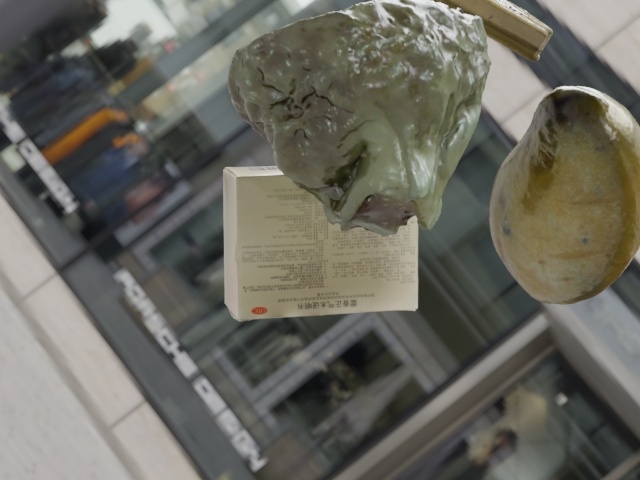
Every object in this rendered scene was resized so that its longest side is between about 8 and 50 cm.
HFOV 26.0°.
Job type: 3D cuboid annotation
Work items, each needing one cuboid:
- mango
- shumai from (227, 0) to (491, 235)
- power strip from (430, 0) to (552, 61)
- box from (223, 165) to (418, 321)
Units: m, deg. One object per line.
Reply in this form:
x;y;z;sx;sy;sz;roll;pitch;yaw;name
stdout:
0.301;-0.055;1.622;0.329;0.176;0.175;107;-19;-50;mango
0.047;-0.108;1.326;0.189;0.256;0.218;-20;97;-73;shumai
0.152;-0.259;1.480;0.305;0.044;0.064;19;20;-43;power strip
0.000;0.000;1.569;0.095;0.212;0.168;-152;-119;-75;box
